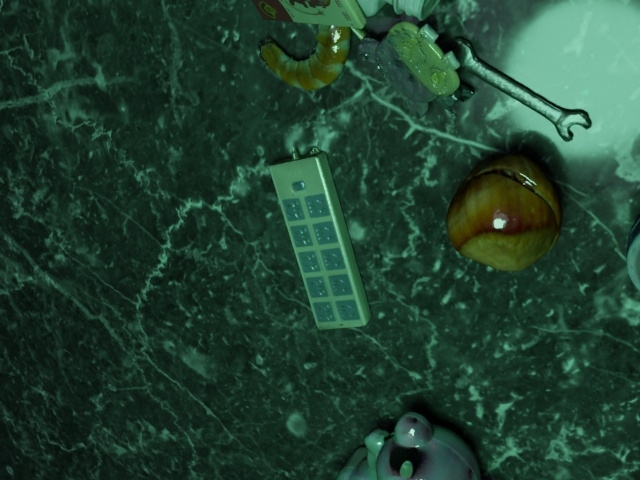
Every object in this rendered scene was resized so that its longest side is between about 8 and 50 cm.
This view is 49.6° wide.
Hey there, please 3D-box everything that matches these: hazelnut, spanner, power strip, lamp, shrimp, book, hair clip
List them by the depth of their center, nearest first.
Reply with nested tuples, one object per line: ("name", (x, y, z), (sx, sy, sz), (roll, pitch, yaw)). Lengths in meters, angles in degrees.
("book", (-0.050, -0.395, 1.055), (0.231, 0.022, 0.162), (22, 161, 41))
("hair clip", (0.157, -0.260, 1.064), (0.187, 0.056, 0.146), (35, 156, -17))
("spanner", (0.298, -0.232, 1.068), (0.254, 0.015, 0.054), (34, 120, 8))
("hazelnut", (0.290, -0.043, 1.073), (0.182, 0.182, 0.182), (9, 115, 21))
("shrimp", (-0.027, -0.336, 1.160), (0.166, 0.049, 0.161), (25, 121, 22))
("power strip", (0.000, 0.000, 1.284), (0.106, 0.043, 0.368), (-9, 107, 26))
("lamp", (0.154, 0.472, 1.303), (0.247, 0.247, 0.301), (50, 129, 1))

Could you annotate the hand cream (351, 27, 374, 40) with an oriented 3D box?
("hand cream", (0.086, -0.315, 1.122), (0.102, 0.035, 0.022), (45, 128, -5))

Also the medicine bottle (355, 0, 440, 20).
("medicine bottle", (0.035, -0.442, 1.019), (0.324, 0.124, 0.179), (32, 147, 14))

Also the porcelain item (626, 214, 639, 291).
("porcelain item", (0.526, 0.015, 1.010), (0.147, 0.114, 0.147), (10, 115, 22))
